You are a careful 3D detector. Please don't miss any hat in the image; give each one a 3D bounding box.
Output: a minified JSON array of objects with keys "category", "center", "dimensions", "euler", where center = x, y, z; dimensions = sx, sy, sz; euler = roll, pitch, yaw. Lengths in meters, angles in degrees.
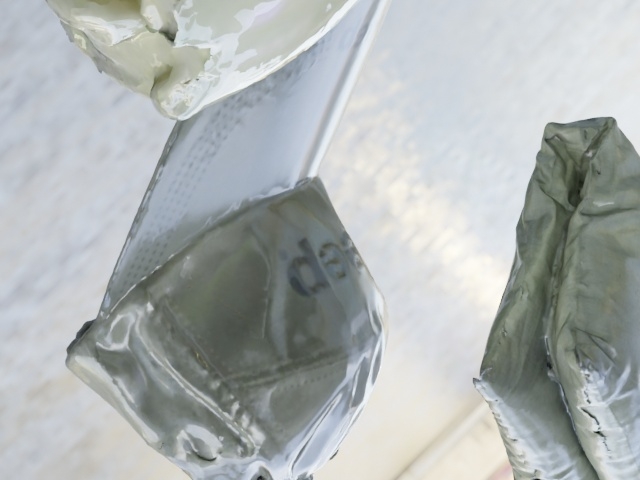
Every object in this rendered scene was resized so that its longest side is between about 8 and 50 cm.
[{"category":"hat","center":[0.000,0.000,0.910],"dimensions":[0.244,0.149,0.214],"euler":[-51,172,31]}]

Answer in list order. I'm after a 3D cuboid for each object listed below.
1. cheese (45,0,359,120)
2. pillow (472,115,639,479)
[{"category":"cheese","center":[-0.083,-0.174,0.654],"dimensions":[0.233,0.266,0.127],"euler":[-45,169,-34]},{"category":"pillow","center":[0.114,0.045,0.774],"dimensions":[0.181,0.078,0.134],"euler":[60,39,-51]}]
